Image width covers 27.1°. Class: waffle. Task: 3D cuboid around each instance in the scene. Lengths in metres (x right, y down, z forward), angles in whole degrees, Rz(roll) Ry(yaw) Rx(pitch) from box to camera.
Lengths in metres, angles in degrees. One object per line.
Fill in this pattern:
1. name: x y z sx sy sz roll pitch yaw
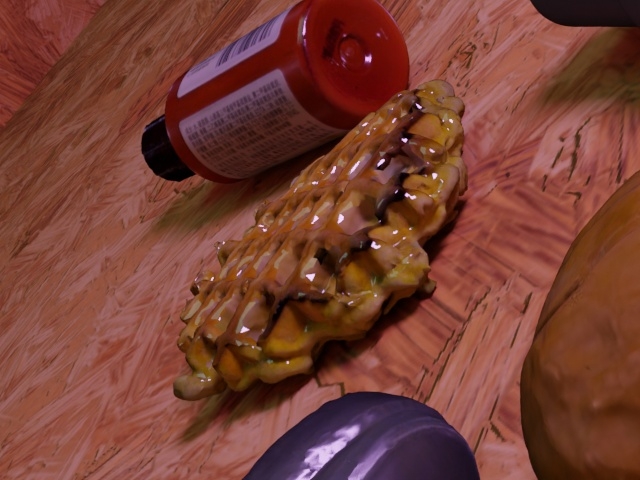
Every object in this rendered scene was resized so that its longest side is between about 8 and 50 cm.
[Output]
1. waffle: 0.000 0.000 0.837 0.238 0.059 0.243 -40 18 25

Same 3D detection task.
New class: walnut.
1. walnut: 0.144 0.010 0.459 0.211 0.087 0.167 -35 18 27

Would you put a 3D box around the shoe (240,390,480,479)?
1. shoe: 0.006 0.174 0.399 0.149 0.109 0.293 -10 43 53

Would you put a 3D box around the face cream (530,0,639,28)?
1. face cream: 0.226 -0.133 0.591 0.135 0.086 0.385 -50 25 -12

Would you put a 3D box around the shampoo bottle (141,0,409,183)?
1. shampoo bottle: -0.054 -0.108 1.067 0.278 0.104 0.104 -19 33 51
